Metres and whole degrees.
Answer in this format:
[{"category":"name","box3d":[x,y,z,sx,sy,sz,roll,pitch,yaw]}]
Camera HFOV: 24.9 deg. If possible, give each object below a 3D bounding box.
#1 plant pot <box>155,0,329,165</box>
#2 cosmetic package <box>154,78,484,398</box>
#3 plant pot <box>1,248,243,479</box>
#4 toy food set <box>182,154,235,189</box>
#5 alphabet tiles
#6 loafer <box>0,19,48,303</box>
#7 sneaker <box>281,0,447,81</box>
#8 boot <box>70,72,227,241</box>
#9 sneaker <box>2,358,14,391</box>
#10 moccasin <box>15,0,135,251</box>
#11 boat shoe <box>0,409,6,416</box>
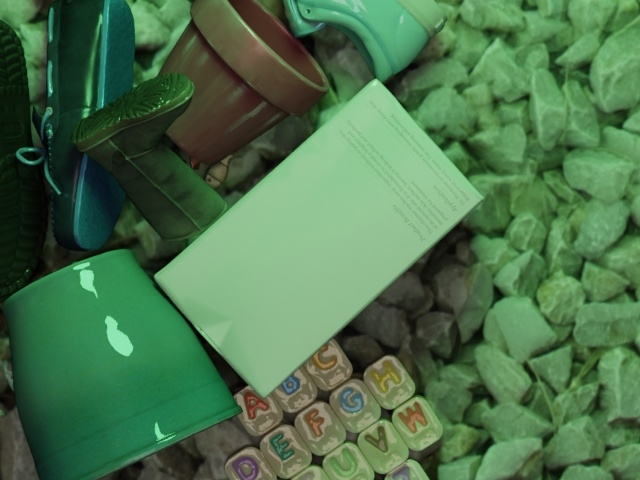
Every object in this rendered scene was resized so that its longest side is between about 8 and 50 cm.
[{"category":"plant pot","box3d":[-0.119,-0.203,1.855,0.201,0.201,0.180,44,106,-6]},{"category":"cosmetic package","box3d":[0.000,0.000,1.873,0.385,0.156,0.217,-40,88,2]},{"category":"plant pot","box3d":[-0.272,0.159,1.834,0.271,0.271,0.255,-25,85,-2]},{"category":"toy food set","box3d":[-0.172,-0.075,1.935,0.078,0.019,0.122,25,92,-6]},{"category":"alphabet tiles","box3d":[0.019,0.284,1.978,0.284,0.021,0.278,-33,96,-1]},{"category":"loafer","box3d":[-0.444,-0.099,1.875,0.130,0.134,0.366,-3,88,26]},{"category":"sneaker","box3d":[-0.015,-0.346,1.871,0.366,0.135,0.150,38,89,-5]},{"category":"boot","box3d":[-0.182,-0.096,1.788,0.189,0.076,0.208,-21,127,28]},{"category":"sneaker","box3d":[-0.375,0.187,1.933,0.069,0.038,0.098,-31,106,-3]},{"category":"moccasin","box3d":[-0.312,-0.152,1.876,0.116,0.138,0.342,1,76,19]},{"category":"boat shoe","box3d":[-0.484,0.243,1.878,0.156,0.136,0.367,-26,98,-2]}]
